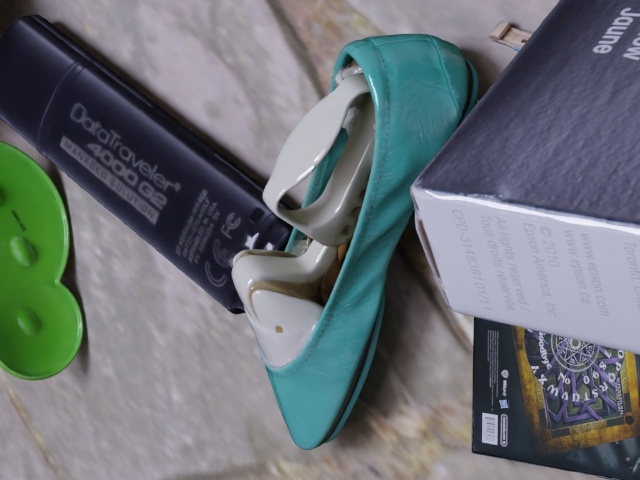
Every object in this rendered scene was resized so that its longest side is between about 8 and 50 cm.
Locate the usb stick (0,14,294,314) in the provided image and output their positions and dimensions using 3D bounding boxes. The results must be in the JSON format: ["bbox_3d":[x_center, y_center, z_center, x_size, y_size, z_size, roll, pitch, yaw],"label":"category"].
[{"bbox_3d":[-0.119,-0.053,0.852,0.278,0.045,0.077,38,110,30],"label":"usb stick"}]

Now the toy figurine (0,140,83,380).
[{"bbox_3d":[-0.258,0.022,0.953,0.159,0.130,0.173,-11,112,53],"label":"toy figurine"}]

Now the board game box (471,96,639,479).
[{"bbox_3d":[0.134,0.022,0.665,0.126,0.026,0.186,5,98,38],"label":"board game box"}]

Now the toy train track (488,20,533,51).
[{"bbox_3d":[0.113,-0.095,0.665,0.048,0.014,0.083,-52,43,-8],"label":"toy train track"}]

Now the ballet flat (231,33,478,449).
[{"bbox_3d":[0.000,0.000,0.727,0.083,0.087,0.247,54,128,55],"label":"ballet flat"}]

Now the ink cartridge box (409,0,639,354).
[{"bbox_3d":[0.231,-0.070,0.419,0.307,0.303,0.072,10,138,40],"label":"ink cartridge box"}]
